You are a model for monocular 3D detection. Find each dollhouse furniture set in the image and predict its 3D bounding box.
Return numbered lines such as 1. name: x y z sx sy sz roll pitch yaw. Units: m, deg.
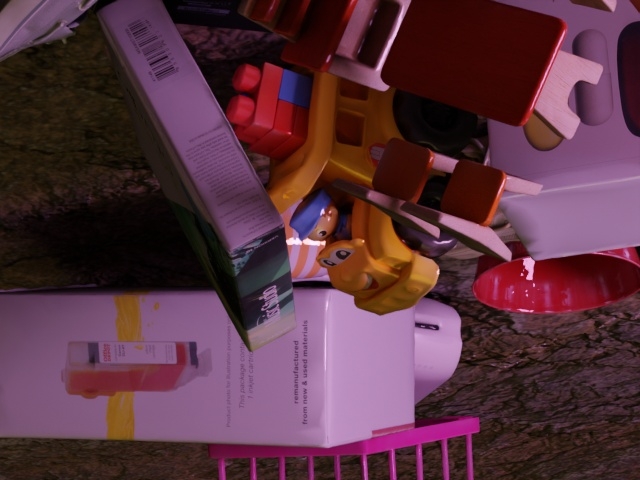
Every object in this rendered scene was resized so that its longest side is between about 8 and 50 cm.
1. dollhouse furniture set: 0.074 -0.150 1.447 0.259 0.262 0.135 21 178 45

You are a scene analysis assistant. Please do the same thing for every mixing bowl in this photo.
1. mixing bowl: 0.243 0.002 2.020 0.181 0.098 0.181 -2 158 -1

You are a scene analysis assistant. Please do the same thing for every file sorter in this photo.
1. file sorter: 0.037 0.305 2.231 0.202 0.182 0.291 -5 178 29

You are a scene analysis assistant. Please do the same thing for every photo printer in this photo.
1. photo printer: 0.015 0.143 2.347 0.256 0.107 0.307 6 157 -19

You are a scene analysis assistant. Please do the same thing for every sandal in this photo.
1. sandal: -0.001 -0.010 1.987 0.265 0.102 0.076 5 158 -39

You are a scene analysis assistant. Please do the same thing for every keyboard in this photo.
1. keyboard: -0.092 -0.202 1.581 0.180 0.023 0.108 3 164 -15

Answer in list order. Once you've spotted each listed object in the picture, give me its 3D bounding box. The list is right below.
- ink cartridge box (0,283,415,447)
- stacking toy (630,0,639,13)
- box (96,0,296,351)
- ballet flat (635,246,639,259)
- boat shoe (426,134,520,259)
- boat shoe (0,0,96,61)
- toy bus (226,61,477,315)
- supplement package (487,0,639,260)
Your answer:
1. ink cartridge box: -0.121 0.128 2.062 0.385 0.160 0.279 0 180 21
2. stacking toy: 0.290 -0.148 1.124 0.350 0.480 0.350 -1 158 0
3. box: -0.099 -0.050 1.650 0.058 0.232 0.322 -27 164 -6
4. ballet flat: 0.351 -0.009 2.059 0.074 0.074 0.203 3 152 -11
5. boat shoe: 0.170 -0.053 1.872 0.098 0.109 0.302 10 161 -31
6. boat shoe: -0.219 -0.186 1.530 0.081 0.079 0.227 17 149 -31
7. toy bus: 0.011 -0.066 1.683 0.211 0.220 0.149 14 159 -22
8. supplement package: 0.242 -0.113 1.586 0.194 0.203 0.149 -9 158 16
